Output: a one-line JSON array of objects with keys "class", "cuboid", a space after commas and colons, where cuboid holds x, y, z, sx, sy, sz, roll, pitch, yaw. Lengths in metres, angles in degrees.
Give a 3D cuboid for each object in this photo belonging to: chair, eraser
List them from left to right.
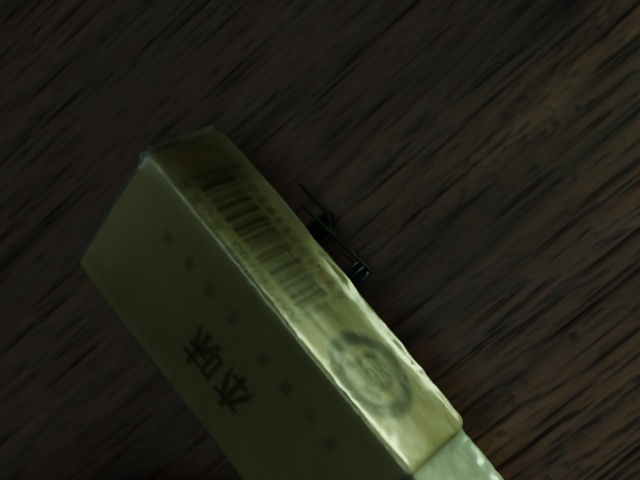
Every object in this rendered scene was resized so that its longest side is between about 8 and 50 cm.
[{"class": "eraser", "cuboid": [-0.025, 0.092, 0.679, 0.343, 0.078, 0.144, 50, 130, 11]}, {"class": "chair", "cuboid": [0.000, 0.000, 0.729, 0.037, 0.042, 0.086, -36, 115, 12]}]
